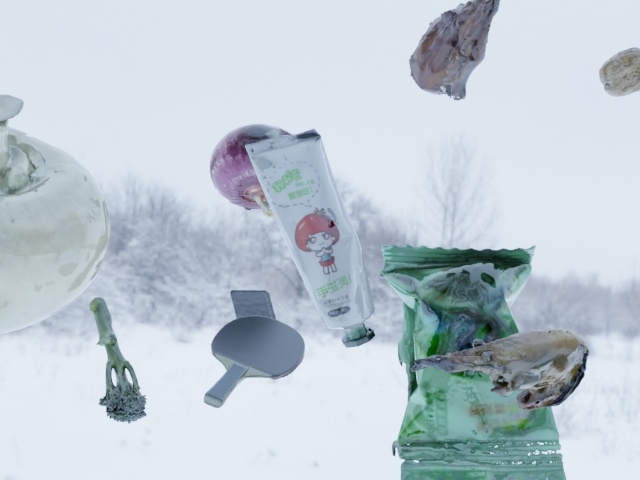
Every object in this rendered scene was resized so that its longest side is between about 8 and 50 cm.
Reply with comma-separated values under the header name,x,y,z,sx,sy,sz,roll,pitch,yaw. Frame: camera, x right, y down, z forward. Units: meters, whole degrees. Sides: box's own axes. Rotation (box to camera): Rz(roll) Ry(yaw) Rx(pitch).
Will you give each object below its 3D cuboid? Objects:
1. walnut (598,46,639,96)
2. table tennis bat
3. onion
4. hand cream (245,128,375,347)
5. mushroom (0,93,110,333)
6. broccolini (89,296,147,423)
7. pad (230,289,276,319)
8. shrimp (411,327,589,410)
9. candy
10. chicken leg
name,x,y,z,sx,sy,sz,roll,pitch,yaw
walnut,0.549,-0.300,1.676,0.096,0.079,0.082,-25,-7,17
table tennis bat,-0.132,0.221,1.741,0.173,0.022,0.301,19,29,12
onion,-0.130,-0.168,2.029,0.207,0.201,0.200,24,-1,9
hand cream,0.000,0.000,1.384,0.121,0.336,0.076,-15,14,25
mushroom,-0.316,-0.035,0.841,0.246,0.202,0.246,9,27,-4
broccolini,-0.311,0.175,1.373,0.067,0.058,0.216,34,18,-52
pad,-0.137,0.180,2.056,0.112,0.157,0.003,3,-28,-43
shrimp,0.235,0.175,1.173,0.262,0.117,0.066,-6,14,-23
candy,0.234,0.197,1.485,0.262,0.398,0.172,-7,-31,8
chicken leg,0.239,-0.351,1.446,0.113,0.093,0.304,15,-49,-20
